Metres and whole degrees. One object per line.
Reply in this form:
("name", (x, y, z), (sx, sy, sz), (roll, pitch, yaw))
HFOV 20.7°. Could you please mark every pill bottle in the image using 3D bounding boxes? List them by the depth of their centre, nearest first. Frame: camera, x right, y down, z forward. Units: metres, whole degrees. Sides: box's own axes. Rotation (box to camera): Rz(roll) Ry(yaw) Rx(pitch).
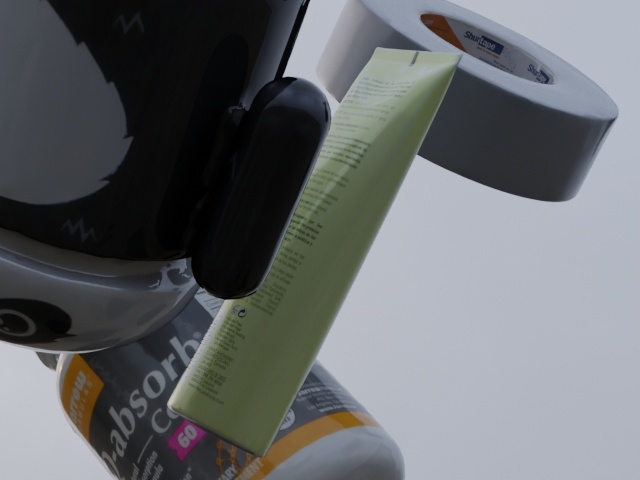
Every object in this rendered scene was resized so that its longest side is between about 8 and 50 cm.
("pill bottle", (-0.083, 0.112, 1.212), (0.278, 0.162, 0.162), (44, -9, 31))

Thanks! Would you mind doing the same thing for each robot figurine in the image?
("robot figurine", (-0.106, -0.081, 0.823), (0.173, 0.209, 0.278), (12, -67, -22))

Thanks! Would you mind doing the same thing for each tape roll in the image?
("tape roll", (0.110, -0.114, 1.309), (0.219, 0.219, 0.072), (20, -70, -18))

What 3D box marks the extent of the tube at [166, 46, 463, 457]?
("tube", (0.000, 0.000, 0.953), (0.070, 0.240, 0.062), (24, -8, 20))
